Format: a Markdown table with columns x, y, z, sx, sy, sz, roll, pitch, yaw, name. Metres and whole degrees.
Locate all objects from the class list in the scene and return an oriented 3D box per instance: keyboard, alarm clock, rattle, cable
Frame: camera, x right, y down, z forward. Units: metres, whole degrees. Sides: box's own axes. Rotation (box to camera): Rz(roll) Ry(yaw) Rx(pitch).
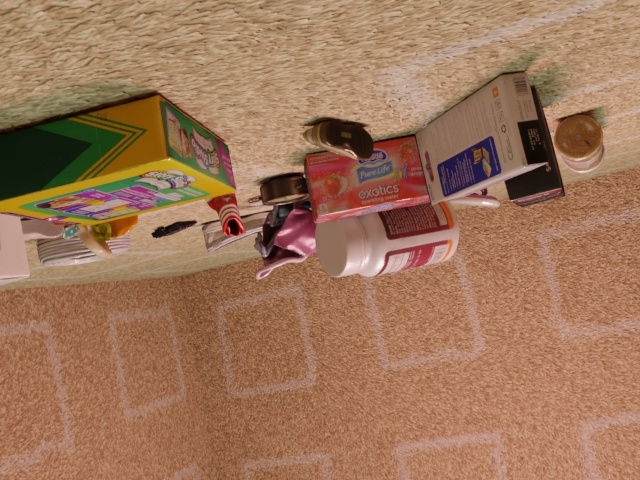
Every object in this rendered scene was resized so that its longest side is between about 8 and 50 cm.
| x | y | z | sx | sy | sz | roll | pitch | yaw | name |
| --- | --- | --- | --- | --- | --- | --- | --- | --- | --- |
| -0.493 | -0.034 | 2.222 | 0.108 | 0.023 | 0.180 | -7 | 173 | -42 | keyboard |
| -0.112 | -0.128 | 1.788 | 0.192 | 0.064 | 0.129 | -16 | 174 | 25 | alarm clock |
| -0.563 | -0.043 | 1.703 | 0.143 | 0.130 | 0.199 | -23 | 148 | 4 | rattle |
| -0.675 | 0.014 | 1.938 | 0.257 | 0.089 | 0.257 | -13 | 175 | 18 | cable |

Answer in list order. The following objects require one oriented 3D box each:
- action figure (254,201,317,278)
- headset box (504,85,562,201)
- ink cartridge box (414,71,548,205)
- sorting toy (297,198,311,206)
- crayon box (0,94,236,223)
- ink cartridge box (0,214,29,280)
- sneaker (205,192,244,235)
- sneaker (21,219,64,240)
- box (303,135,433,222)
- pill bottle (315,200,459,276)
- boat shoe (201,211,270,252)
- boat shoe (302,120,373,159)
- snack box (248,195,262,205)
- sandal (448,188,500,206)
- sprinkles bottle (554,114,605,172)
| x | y | z | sx | sy | sz | roll | pitch | yaw | name |
| --- | --- | --- | --- | --- | --- | --- | --- | --- | --- |
| 0.000 | 0.000 | 2.121 | 0.371 | 0.275 | 0.248 | 15 | 155 | -27 | action figure |
| 0.446 | -0.193 | 1.458 | 0.110 | 0.217 | 0.293 | -15 | 174 | 21 | headset box |
| 0.313 | -0.193 | 1.383 | 0.069 | 0.175 | 0.371 | -11 | 175 | -21 | ink cartridge box |
| 0.006 | -0.129 | 2.203 | 0.208 | 0.038 | 0.193 | -7 | 173 | -43 | sorting toy |
| -0.343 | -0.117 | 1.134 | 0.313 | 0.106 | 0.363 | -13 | 175 | 7 | crayon box |
| -0.730 | 0.020 | 1.388 | 0.237 | 0.171 | 0.100 | -14 | 175 | 24 | ink cartridge box |
| -0.254 | -0.066 | 1.789 | 0.087 | 0.127 | 0.221 | -11 | 175 | -6 | sneaker |
| -0.705 | -0.026 | 1.654 | 0.134 | 0.050 | 0.070 | -3 | 172 | -43 | sneaker |
| 0.120 | -0.147 | 1.616 | 0.300 | 0.153 | 0.142 | -10 | 175 | -5 | box |
| 0.198 | -0.014 | 2.021 | 0.393 | 0.223 | 0.224 | -9 | 175 | -28 | pill bottle |
| -0.245 | -0.033 | 2.339 | 0.321 | 0.102 | 0.118 | -10 | 175 | -14 | boat shoe |
| 0.036 | -0.202 | 1.353 | 0.072 | 0.068 | 0.190 | 0 | 173 | 35 | boat shoe |
| -0.120 | -0.131 | 1.980 | 0.178 | 0.022 | 0.064 | -14 | 174 | 25 | snack box |
| 0.566 | -0.188 | 2.581 | 0.170 | 0.102 | 0.416 | 4 | -174 | -6 | sandal |
| 0.726 | -0.263 | 1.882 | 0.121 | 0.121 | 0.355 | -14 | 175 | 23 | sprinkles bottle |
